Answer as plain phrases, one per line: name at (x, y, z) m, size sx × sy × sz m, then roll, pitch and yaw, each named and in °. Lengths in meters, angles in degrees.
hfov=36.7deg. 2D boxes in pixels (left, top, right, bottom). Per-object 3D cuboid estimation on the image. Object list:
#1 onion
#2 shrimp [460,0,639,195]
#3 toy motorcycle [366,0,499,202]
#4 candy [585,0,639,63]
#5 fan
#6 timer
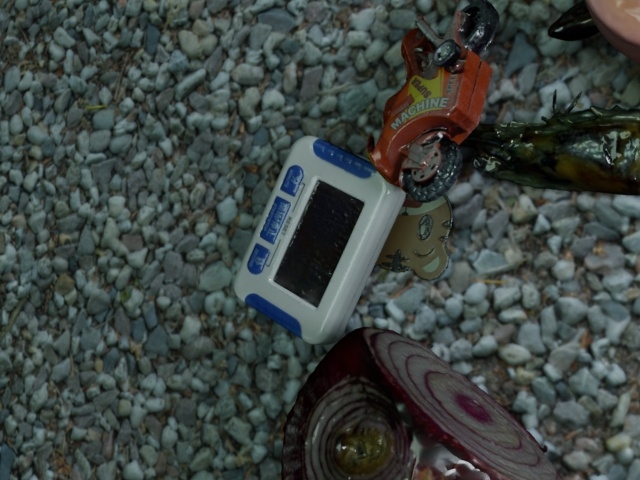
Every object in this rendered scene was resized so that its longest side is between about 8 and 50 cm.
onion at (0.091, 0.278, 1.106) m, size 0.336 × 0.282 × 0.260 m, roll 42°, pitch 100°, yaw 27°
shrimp at (0.338, -0.177, 1.129) m, size 0.445 × 0.085 × 0.272 m, roll -5°, pitch 94°, yaw 35°
toy motorcycle at (0.137, -0.170, 1.205) m, size 0.171 × 0.089 × 0.298 m, roll -23°, pitch 44°, yaw 54°
candy at (0.397, -0.307, 1.013) m, size 0.255 × 0.094 × 0.255 m, roll -6°, pitch 76°, yaw 24°
fan at (0.118, -0.062, 1.302) m, size 0.152 × 0.008 × 0.227 m, roll 9°, pitch 88°, yaw 31°
timer at (0.000, 0.000, 1.316) m, size 0.178 × 0.078 × 0.253 m, roll 30°, pitch 99°, yaw 30°
